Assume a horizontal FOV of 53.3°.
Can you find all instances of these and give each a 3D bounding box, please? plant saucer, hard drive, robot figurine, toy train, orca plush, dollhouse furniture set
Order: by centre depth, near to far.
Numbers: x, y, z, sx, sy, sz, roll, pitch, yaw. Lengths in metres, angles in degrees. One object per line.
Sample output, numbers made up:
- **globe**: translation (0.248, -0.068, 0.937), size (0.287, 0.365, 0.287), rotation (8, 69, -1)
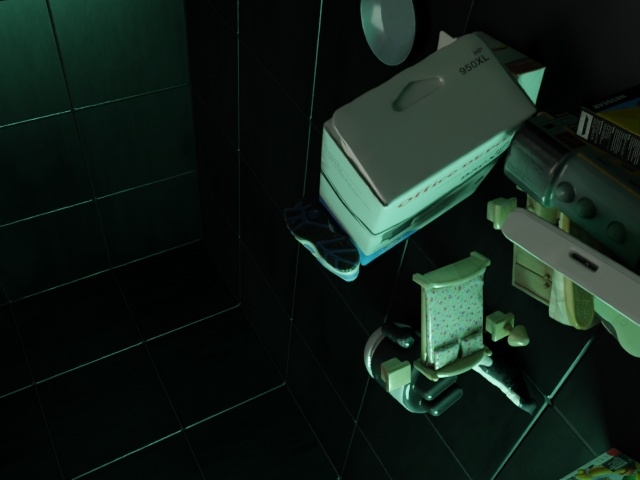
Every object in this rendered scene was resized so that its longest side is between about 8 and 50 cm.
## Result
- **hard drive**: translation (0.413, 0.074, 0.820), size (0.047, 0.353, 0.233), rotation (-59, 42, 11)
- **toy train**: translation (0.408, -0.070, 0.858), size (0.334, 0.190, 0.142), rotation (52, 152, 36)
- **dollhouse furniture set**: translation (0.284, 0.098, 1.058), size (0.174, 0.355, 0.303), rotation (36, 139, 52)
- **plant saucer**: translation (0.150, -0.462, 1.313), size (0.195, 0.037, 0.195), rotation (49, 150, 42)
- **orca plush**: translation (0.354, 0.229, 1.338), size (0.102, 0.151, 0.287), rotation (-60, 42, 21)
- **robot figurine**: translation (0.229, 0.316, 1.596), size (0.278, 0.173, 0.209), rotation (33, 114, 55)

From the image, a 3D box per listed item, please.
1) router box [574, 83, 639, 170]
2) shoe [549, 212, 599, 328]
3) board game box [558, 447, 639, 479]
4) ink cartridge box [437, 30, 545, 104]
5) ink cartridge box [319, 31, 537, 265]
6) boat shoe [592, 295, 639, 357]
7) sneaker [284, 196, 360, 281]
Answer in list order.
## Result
- **router box**: translation (0.425, -0.143, 0.775), size (0.133, 0.179, 0.046), rotation (46, 150, 42)
- **shoe**: translation (0.386, 0.026, 0.989), size (0.058, 0.076, 0.219), rotation (10, 101, 62)
- **board game box**: translation (0.454, 0.465, 1.037), size (0.193, 0.305, 0.053), rotation (25, 129, 58)
- **ink cartridge box**: translation (0.286, -0.286, 1.114), size (0.198, 0.067, 0.115), rotation (48, 149, 39)
- **ink cartridge box**: translation (0.156, -0.133, 1.102), size (0.166, 0.285, 0.395), rotation (55, 172, 11)
- **boat shoe**: translation (0.478, 0.130, 1.023), size (0.137, 0.049, 0.043), rotation (45, -172, -6)
- **sneaker**: translation (0.000, 0.000, 1.225), size (0.211, 0.080, 0.081), rotation (52, 171, 30)
